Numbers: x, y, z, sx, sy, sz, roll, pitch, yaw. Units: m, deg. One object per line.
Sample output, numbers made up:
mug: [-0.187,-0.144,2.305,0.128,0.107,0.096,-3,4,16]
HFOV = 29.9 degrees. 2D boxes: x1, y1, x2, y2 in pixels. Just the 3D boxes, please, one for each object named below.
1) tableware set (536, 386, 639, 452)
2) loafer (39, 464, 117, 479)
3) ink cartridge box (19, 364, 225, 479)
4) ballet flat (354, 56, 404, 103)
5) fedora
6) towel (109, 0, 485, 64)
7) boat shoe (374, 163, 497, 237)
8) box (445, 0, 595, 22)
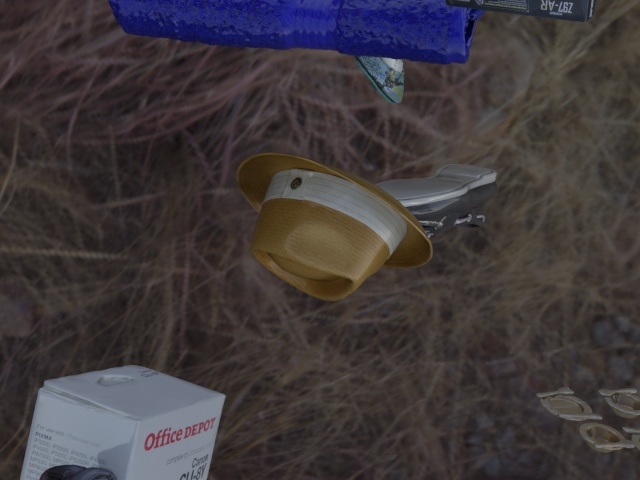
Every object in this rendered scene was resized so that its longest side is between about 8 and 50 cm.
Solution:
tableware set: [0.348,0.216,1.430,0.141,0.169,0.020,3,112,-21]
loafer: [-0.296,0.413,1.410,0.109,0.095,0.303,7,87,-54]
ink cartridge box: [-0.286,0.384,1.631,0.160,0.279,0.385,13,94,19]
ballet flat: [0.055,-0.232,1.367,0.188,0.070,0.070,43,55,-34]
fedora: [0.000,0.000,1.046,0.194,0.194,0.079,31,70,-13]
towel: [-0.004,-0.229,1.048,0.308,0.076,0.228,6,27,12]
boat shoe: [0.159,-0.039,1.643,0.335,0.112,0.096,-19,115,-59]
box: [0.112,-0.159,0.663,0.018,0.083,0.067,-40,135,-55]
